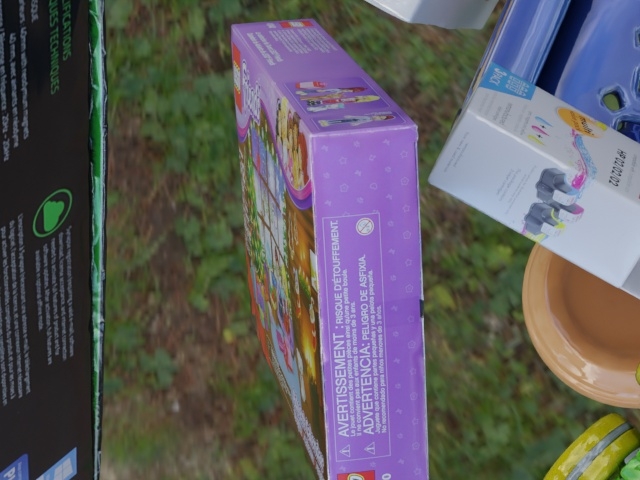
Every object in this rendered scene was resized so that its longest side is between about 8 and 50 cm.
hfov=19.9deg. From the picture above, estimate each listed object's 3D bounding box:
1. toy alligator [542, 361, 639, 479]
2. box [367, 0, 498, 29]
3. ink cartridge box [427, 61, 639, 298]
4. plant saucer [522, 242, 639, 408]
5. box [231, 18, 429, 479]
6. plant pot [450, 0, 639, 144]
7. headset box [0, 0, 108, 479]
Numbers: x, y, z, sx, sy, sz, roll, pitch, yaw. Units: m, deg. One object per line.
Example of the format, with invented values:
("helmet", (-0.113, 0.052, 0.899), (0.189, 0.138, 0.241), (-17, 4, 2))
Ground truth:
("toy alligator", (0.112, 0.034, 0.430), (0.056, 0.051, 0.189), (42, 104, 20))
("box", (0.117, -0.358, 1.457), (0.168, 0.215, 0.345), (33, 105, 15))
("ink cartridge box", (0.170, -0.036, 1.202), (0.181, 0.104, 0.061), (29, 118, 1))
("plant saucer", (0.270, 0.042, 1.555), (0.200, 0.037, 0.200), (-4, 71, 12))
("box", (0.000, 0.000, 1.024), (0.057, 0.293, 0.201), (-5, 107, -9))
("plant pot", (0.228, -0.119, 1.389), (0.212, 0.236, 0.236), (23, 83, 1))
("headset box", (-0.203, -0.039, 0.485), (0.283, 0.131, 0.246), (33, 141, 23))
